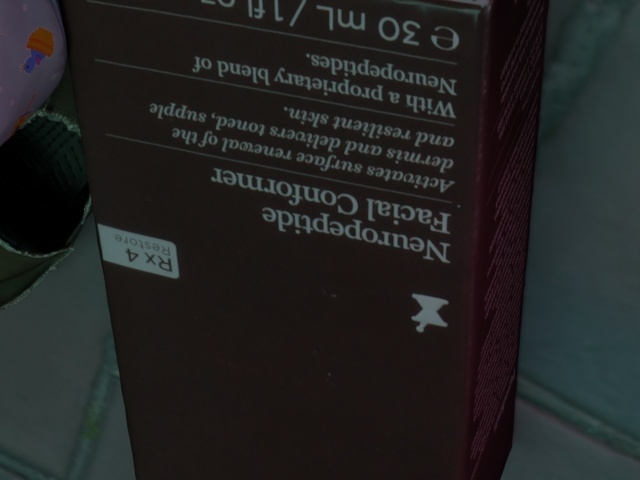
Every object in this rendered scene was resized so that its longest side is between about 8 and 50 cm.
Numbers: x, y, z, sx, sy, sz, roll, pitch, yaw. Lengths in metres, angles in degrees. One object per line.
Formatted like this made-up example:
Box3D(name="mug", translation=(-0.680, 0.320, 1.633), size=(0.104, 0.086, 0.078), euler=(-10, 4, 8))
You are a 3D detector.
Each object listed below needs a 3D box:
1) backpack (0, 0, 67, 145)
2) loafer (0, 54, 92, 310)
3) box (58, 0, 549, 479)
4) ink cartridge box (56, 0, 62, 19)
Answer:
Box3D(name="backpack", translation=(-0.207, -0.088, 0.584), size=(0.188, 0.144, 0.166), euler=(-4, 126, 33))
Box3D(name="loafer", translation=(-0.172, -0.028, 0.786), size=(0.094, 0.087, 0.251), euler=(37, 133, -7))
Box3D(name="box", translation=(0.000, 0.000, 0.699), size=(0.191, 0.143, 0.381), euler=(11, 133, 16))
Box3D(name="ink cartridge box", translation=(-0.217, -0.187, 0.672), size=(0.217, 0.092, 0.159), euler=(16, 133, 10))
